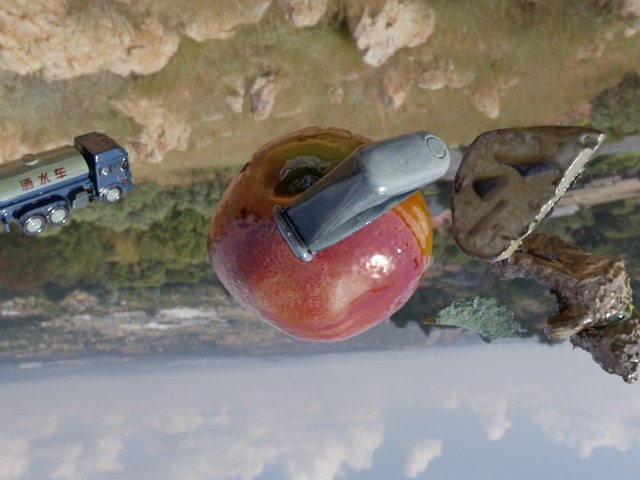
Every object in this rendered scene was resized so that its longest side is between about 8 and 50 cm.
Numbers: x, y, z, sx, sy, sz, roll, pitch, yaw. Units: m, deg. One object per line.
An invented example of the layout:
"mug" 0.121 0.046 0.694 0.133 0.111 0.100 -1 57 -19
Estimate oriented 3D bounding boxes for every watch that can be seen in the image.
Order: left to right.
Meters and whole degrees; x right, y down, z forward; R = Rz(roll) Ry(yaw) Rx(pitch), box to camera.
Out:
"watch" 0.038 -0.045 0.731 0.206 0.068 0.193 -27 172 -43

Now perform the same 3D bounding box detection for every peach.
"peach" 0.001 0.002 1.033 0.372 0.290 0.373 -17 141 -14

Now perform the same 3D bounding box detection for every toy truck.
"toy truck" -0.340 -0.074 0.821 0.201 0.088 0.074 -27 -129 -37

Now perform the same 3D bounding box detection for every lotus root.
"lotus root" 0.291 -0.087 1.005 0.170 0.261 0.074 39 -154 28

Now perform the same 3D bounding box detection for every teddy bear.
"teddy bear" 0.494 0.119 1.284 0.296 0.223 0.246 12 -155 36

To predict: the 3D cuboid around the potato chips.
"potato chips" 0.339 0.188 1.519 0.167 0.059 0.228 30 149 -17
